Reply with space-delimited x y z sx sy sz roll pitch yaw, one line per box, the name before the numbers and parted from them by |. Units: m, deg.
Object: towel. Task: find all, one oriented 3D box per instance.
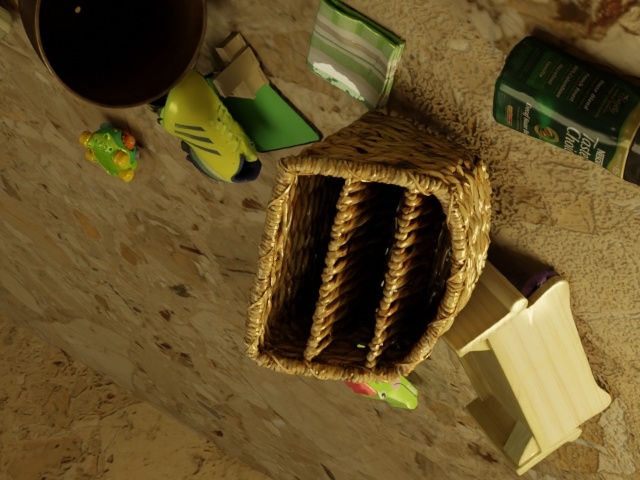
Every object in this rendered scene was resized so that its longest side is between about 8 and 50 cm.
towel | 0.036 -0.214 1.517 0.113 0.023 0.152 32 159 7

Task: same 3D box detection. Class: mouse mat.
mouse mat | -0.092 -0.180 1.804 0.152 0.007 0.189 44 156 -22

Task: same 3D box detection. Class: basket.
basket | 0.064 0.030 1.558 0.213 0.223 0.299 26 122 21

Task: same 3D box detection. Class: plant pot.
plant pot | -0.286 -0.292 1.620 0.215 0.215 0.230 50 169 -34

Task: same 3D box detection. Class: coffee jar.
coffee jar | 0.265 -0.125 1.289 0.184 0.079 0.096 27 158 19

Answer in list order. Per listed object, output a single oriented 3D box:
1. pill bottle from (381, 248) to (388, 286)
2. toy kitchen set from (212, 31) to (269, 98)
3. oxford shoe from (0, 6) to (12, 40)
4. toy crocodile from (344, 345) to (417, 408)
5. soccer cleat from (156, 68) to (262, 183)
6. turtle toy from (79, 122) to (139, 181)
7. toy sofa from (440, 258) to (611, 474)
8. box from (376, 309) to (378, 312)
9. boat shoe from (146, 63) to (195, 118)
pill bottle | 0.102 0.006 1.777 0.103 0.103 0.184 29 158 16
toy kitchen set | -0.127 -0.216 1.683 0.075 0.068 0.083 13 143 47
oxford shoe | -0.646 -0.352 1.878 0.169 0.130 0.449 19 177 43
toy crocodile | 0.044 0.190 2.253 0.340 0.105 0.115 46 156 -28
soccer cleat | -0.141 -0.152 1.774 0.121 0.093 0.289 23 168 12
turtle toy | -0.337 -0.146 2.157 0.095 0.066 0.130 30 159 16
toy sofa | 0.266 0.152 1.830 0.150 0.177 0.362 49 174 43
box | 0.070 0.075 2.063 0.114 0.036 0.207 43 157 -20
boat shoe | -0.221 -0.217 1.824 0.081 0.069 0.228 38 159 10
